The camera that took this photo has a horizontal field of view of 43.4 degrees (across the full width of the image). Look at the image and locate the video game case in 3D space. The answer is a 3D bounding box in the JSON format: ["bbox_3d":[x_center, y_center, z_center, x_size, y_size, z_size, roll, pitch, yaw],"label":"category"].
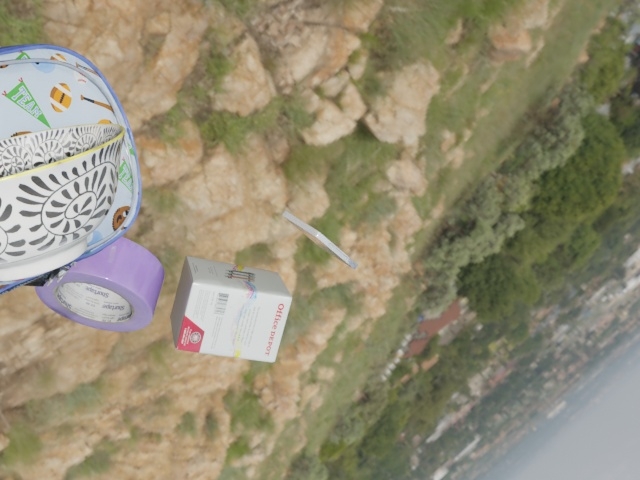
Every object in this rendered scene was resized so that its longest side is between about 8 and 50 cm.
[{"bbox_3d":[0.000,0.000,1.267,0.011,0.087,0.122,-54,138,-4],"label":"video game case"}]

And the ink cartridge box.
[{"bbox_3d":[-0.156,0.118,1.389,0.176,0.127,0.128,12,106,-18],"label":"ink cartridge box"}]

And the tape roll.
[{"bbox_3d":[-0.349,0.067,1.282,0.189,0.188,0.080,103,-3,-56],"label":"tape roll"}]

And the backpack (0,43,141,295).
[{"bbox_3d":[-0.305,-0.076,0.790,0.263,0.213,0.277,-35,120,-55],"label":"backpack"}]

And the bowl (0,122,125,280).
[{"bbox_3d":[-0.212,-0.022,0.564,0.170,0.170,0.080,-25,114,-36],"label":"bowl"}]
